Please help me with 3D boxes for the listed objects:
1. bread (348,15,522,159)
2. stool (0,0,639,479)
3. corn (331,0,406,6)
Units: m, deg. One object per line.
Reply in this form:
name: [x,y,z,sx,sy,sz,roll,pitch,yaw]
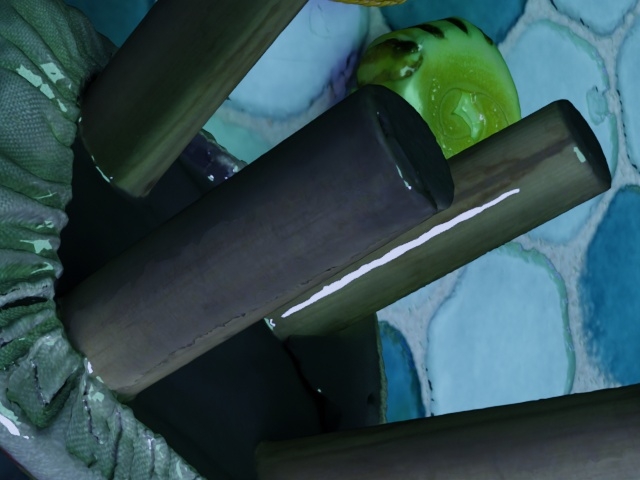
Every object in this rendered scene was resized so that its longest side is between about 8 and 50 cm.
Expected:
bread: [0.073,-0.079,0.939,0.139,0.071,0.130,-10,100,-45]
stool: [0.000,0.000,0.689,0.310,0.226,0.310,45,25,-35]
corn: [-0.031,-0.198,0.824,0.291,0.101,0.101,9,84,-47]
